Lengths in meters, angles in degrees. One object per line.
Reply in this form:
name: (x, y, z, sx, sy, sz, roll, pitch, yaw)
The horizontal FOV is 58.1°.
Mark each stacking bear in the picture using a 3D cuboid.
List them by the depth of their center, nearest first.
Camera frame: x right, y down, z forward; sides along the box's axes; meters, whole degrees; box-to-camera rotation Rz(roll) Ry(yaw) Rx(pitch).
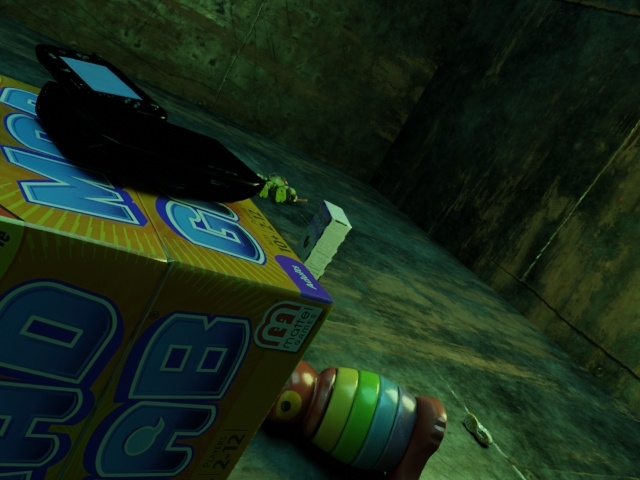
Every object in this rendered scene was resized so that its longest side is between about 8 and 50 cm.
stacking bear: (0.032, 0.281, 0.948, 0.289, 0.175, 0.164, 22, 12, -1)

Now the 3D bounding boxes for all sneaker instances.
sneaker: (0.360, 0.433, 1.313, 0.037, 0.032, 0.083, 36, 13, -40)

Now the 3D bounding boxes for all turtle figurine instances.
turtle figurine: (-0.166, -0.210, 2.258, 0.269, 0.087, 0.217, 28, 15, -8)

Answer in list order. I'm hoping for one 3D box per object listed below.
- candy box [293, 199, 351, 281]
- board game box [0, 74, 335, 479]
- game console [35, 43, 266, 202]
candy box: (0.000, 0.000, 1.687, 0.070, 0.196, 0.165, 26, 16, -17)
board game box: (-0.279, 0.075, 0.609, 0.356, 0.356, 0.356, 18, 19, -38)
game console: (-0.231, -0.151, 0.654, 0.361, 0.044, 0.213, 40, 17, 34)
